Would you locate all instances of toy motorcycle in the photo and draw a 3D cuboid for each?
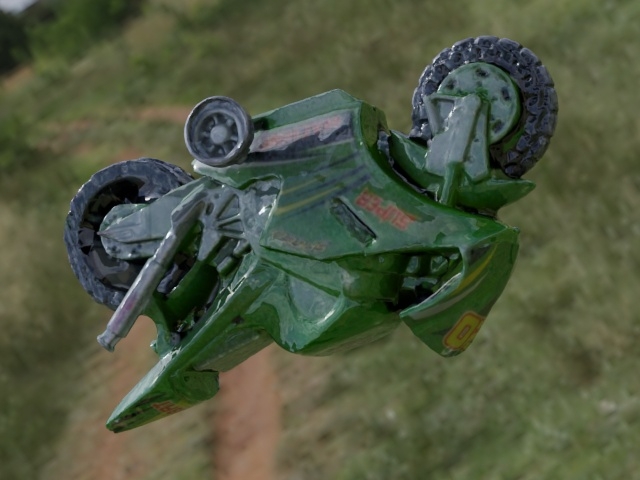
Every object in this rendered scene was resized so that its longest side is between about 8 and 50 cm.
[{"bbox_3d":[0.000,0.000,0.655,0.190,0.106,0.074,-18,-11,18],"label":"toy motorcycle"}]
